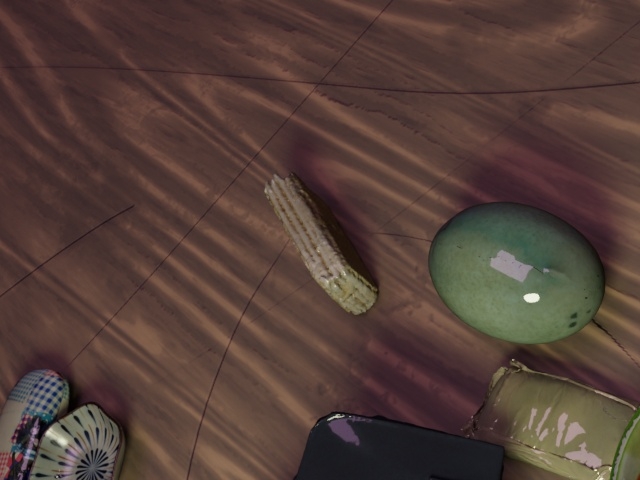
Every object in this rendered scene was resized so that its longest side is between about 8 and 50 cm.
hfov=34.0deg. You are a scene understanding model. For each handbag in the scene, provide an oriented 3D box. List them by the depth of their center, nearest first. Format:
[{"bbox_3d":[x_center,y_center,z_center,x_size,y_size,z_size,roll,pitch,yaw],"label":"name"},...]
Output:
[{"bbox_3d":[0.085,0.364,1.139,0.269,0.118,0.325,9,57,15],"label":"handbag"}]

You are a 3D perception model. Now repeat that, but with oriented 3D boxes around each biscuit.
[{"bbox_3d":[0.000,0.000,1.532,0.062,0.108,0.239,-39,47,8],"label":"biscuit"}]

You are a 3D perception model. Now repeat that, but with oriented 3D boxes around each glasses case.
[{"bbox_3d":[-0.489,0.365,1.694,0.125,0.076,0.327,-9,58,35],"label":"glasses case"}]

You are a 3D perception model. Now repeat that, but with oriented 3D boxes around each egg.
[{"bbox_3d":[0.237,0.039,1.289,0.237,0.169,0.169,19,76,39],"label":"egg"}]

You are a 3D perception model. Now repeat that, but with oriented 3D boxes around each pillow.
[{"bbox_3d":[0.274,0.215,1.233,0.208,0.053,0.119,14,69,41],"label":"pillow"}]

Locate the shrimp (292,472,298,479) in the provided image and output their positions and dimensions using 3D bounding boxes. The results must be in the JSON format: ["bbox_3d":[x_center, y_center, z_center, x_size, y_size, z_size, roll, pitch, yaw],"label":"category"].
[{"bbox_3d":[-0.061,0.426,1.271,0.137,0.172,0.372,12,74,43],"label":"shrimp"}]

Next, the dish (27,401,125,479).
[{"bbox_3d":[-0.361,0.350,1.617,0.191,0.066,0.190,-17,54,25],"label":"dish"}]

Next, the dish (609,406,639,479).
[{"bbox_3d":[0.458,0.270,1.022,0.324,0.124,0.324,-13,61,24],"label":"dish"}]
